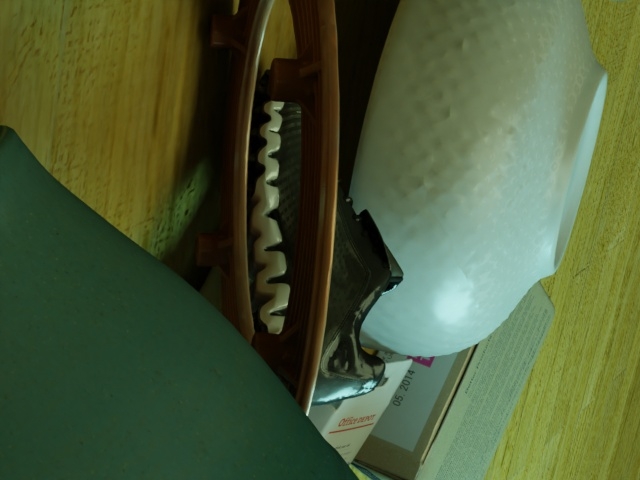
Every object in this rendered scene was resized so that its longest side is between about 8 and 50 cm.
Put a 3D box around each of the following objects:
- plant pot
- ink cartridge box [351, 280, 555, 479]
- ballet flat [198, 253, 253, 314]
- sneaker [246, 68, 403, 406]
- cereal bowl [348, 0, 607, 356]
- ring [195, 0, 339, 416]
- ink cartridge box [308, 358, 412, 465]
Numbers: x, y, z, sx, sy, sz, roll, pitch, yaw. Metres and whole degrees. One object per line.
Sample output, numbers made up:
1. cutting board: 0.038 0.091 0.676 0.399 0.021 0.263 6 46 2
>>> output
1. plant pot: -0.139 0.100 0.739 0.271 0.272 0.255 -46 111 -43
2. ink cartridge box: 0.120 0.125 1.583 0.234 0.088 0.193 -64 155 -12
3. ballet flat: -0.055 0.056 1.162 0.232 0.073 0.080 -63 158 -15
4. sneaker: 0.000 0.000 1.121 0.078 0.106 0.234 129 -39 -70
5. cereal bowl: 0.129 -0.066 1.304 0.339 0.141 0.339 16 90 -78
6. ring: -0.037 -0.035 0.964 0.336 0.032 0.336 -177 -90 -79
7. ink cartridge box: -0.016 0.149 1.287 0.181 0.062 0.104 -58 160 12
